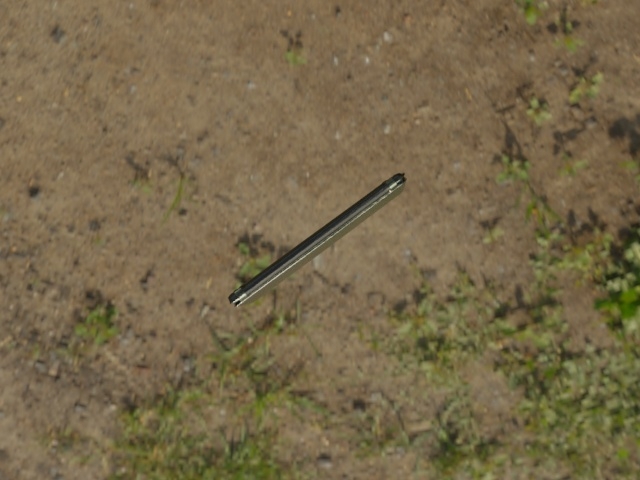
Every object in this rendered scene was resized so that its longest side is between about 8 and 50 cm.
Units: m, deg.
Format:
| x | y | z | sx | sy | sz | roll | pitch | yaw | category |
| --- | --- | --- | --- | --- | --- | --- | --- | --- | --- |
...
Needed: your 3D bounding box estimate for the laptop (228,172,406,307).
| x | y | z | sx | sy | sz | roll | pitch | yaw | category |
| --- | --- | --- | --- | --- | --- | --- | --- | --- | --- |
| 0.000 | 0.000 | 1.025 | 0.180 | 0.129 | 0.016 | -35 | 87 | 1 | laptop |
